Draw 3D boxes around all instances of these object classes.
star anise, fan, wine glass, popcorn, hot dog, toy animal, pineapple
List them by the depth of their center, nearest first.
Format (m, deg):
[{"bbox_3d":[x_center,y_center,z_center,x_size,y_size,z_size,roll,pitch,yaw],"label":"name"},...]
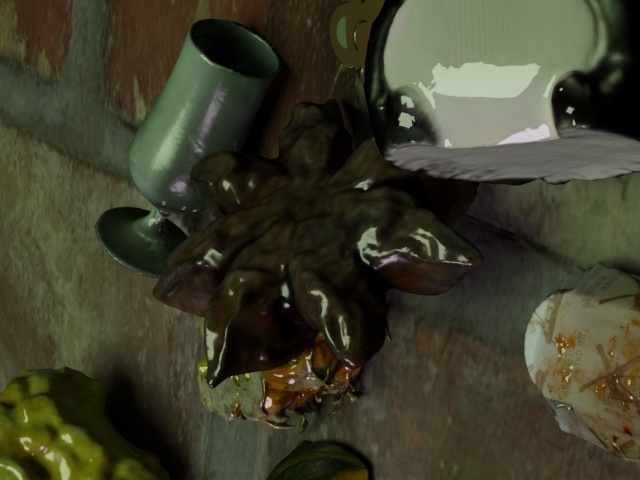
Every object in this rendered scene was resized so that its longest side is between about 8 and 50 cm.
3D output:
[{"bbox_3d":[0.134,-0.203,1.227,0.251,0.251,0.310,-6,81,49],"label":"toy animal"},{"bbox_3d":[0.250,0.097,1.269,0.252,0.069,0.131,17,101,43],"label":"hot dog"},{"bbox_3d":[0.010,-0.015,1.415,0.315,0.108,0.315,-24,41,23],"label":"star anise"},{"bbox_3d":[0.086,-0.146,1.450,0.227,0.008,0.152,55,134,27],"label":"fan"},{"bbox_3d":[-0.047,0.074,1.572,0.236,0.114,0.186,-35,71,50],"label":"pineapple"},{"bbox_3d":[-0.118,-0.083,1.630,0.103,0.103,0.231,49,126,31],"label":"wine glass"},{"bbox_3d":[-0.264,0.275,1.778,0.250,0.235,0.242,43,110,20],"label":"popcorn"}]

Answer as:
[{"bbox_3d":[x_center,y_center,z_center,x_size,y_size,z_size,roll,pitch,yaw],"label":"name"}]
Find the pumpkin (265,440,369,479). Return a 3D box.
[{"bbox_3d":[-0.023,0.324,1.597,0.163,0.111,0.279,-15,87,54],"label":"pumpkin"}]
